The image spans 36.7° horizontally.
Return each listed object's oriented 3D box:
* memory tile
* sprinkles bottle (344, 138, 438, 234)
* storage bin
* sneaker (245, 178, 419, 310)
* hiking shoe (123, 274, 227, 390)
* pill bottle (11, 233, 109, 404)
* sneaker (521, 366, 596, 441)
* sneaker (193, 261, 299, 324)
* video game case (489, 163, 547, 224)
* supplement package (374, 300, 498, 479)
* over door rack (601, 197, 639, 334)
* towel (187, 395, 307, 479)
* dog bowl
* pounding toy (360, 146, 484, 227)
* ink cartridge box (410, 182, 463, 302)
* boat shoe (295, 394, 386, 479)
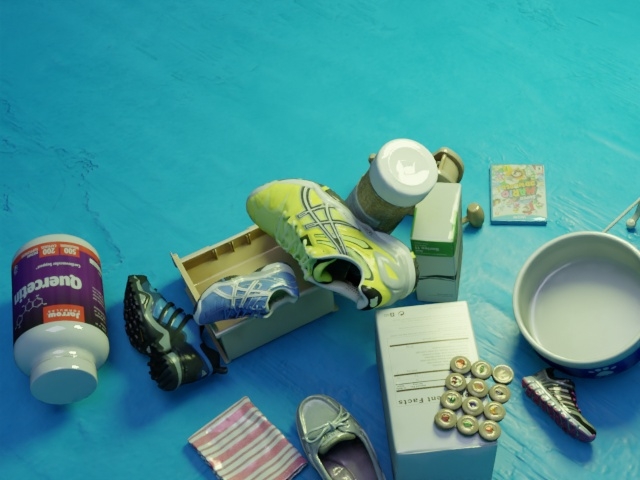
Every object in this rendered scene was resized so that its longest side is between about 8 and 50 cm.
[{"bbox_3d":[0.260,0.263,1.620,0.113,0.012,0.148,14,53,11],"label":"memory tile"},{"bbox_3d":[0.111,-0.069,1.904,0.121,0.355,0.121,6,66,-15],"label":"sprinkles bottle"},{"bbox_3d":[-0.136,0.077,1.972,0.262,0.123,0.260,-26,54,-12],"label":"storage bin"},{"bbox_3d":[0.000,0.000,1.825,0.385,0.145,0.147,28,35,27],"label":"sneaker"},{"bbox_3d":[-0.306,0.181,1.941,0.132,0.113,0.304,-5,43,-31],"label":"hiking shoe"},{"bbox_3d":[-0.519,0.155,1.919,0.182,0.181,0.322,-14,51,-4],"label":"pill bottle"},{"bbox_3d":[0.449,0.293,1.764,0.075,0.063,0.170,-35,51,-13],"label":"sneaker"},{"bbox_3d":[-0.138,0.110,1.817,0.211,0.080,0.081,-24,50,-10],"label":"sneaker"},{"bbox_3d":[0.433,-0.103,2.114,0.119,0.015,0.166,1,52,8],"label":"video game case"},{"bbox_3d":[0.201,0.282,1.730,0.175,0.177,0.292,-6,52,0],"label":"supplement package"},{"bbox_3d":[0.661,0.041,1.927,0.324,0.108,0.239,-37,55,-4],"label":"over door rack"},{"bbox_3d":[-0.137,0.388,1.783,0.144,0.029,0.197,-35,56,-21],"label":"towel"},{"bbox_3d":[0.503,0.122,1.816,0.265,0.104,0.264,-11,62,21],"label":"dog bowl"},{"bbox_3d":[0.215,-0.099,2.049,0.270,0.154,0.154,11,54,16],"label":"pounding toy"},{"bbox_3d":[0.236,0.007,1.928,0.087,0.208,0.153,3,51,13],"label":"ink cartridge box"},{"bbox_3d":[0.049,0.393,1.708,0.118,0.103,0.320,-22,53,-10],"label":"boat shoe"}]
